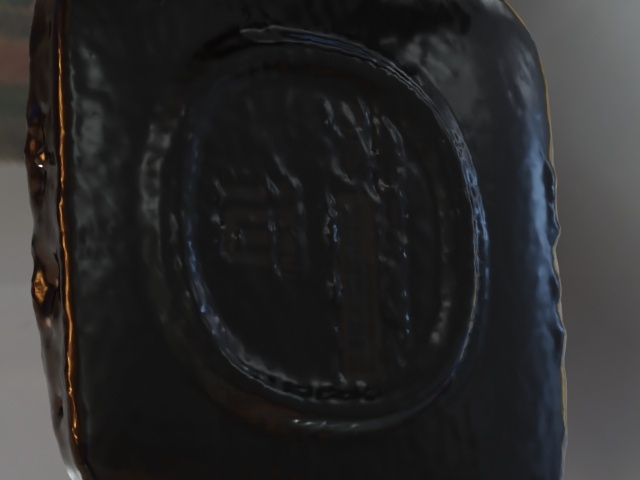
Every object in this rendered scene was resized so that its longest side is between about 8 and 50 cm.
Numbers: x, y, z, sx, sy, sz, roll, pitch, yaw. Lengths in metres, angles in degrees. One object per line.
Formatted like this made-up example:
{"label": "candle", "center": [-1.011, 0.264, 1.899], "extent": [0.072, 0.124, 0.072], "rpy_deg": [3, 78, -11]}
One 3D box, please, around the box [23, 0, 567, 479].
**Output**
{"label": "box", "center": [0.000, 0.000, 0.656], "extent": [0.201, 0.213, 0.042], "rpy_deg": [2, 173, -27]}
